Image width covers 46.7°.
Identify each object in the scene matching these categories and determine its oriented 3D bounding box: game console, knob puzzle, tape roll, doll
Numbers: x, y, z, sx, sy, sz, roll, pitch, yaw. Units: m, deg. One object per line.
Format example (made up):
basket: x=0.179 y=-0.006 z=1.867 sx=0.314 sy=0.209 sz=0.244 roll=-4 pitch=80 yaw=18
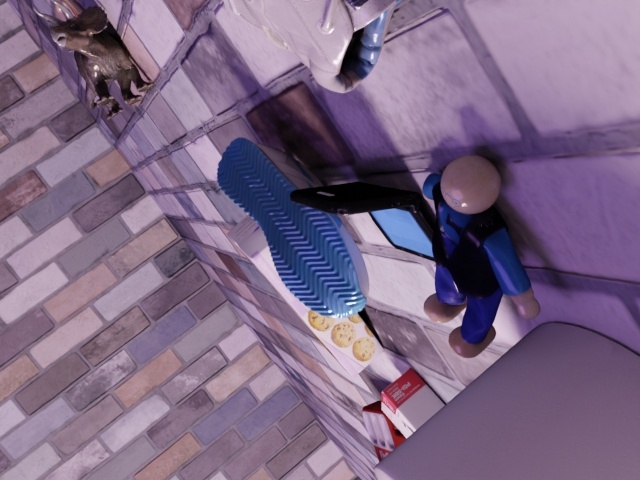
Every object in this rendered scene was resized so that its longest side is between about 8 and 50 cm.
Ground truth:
game console: x=0.043 y=-0.011 z=0.644 sx=0.122 sy=0.107 sz=0.071 roll=-160 pitch=63 yaw=-66
knob puzzle: x=-0.459 y=-0.395 z=1.449 sx=0.213 sy=0.030 sz=0.213 roll=49 pitch=167 yaw=16
tape roll: x=0.178 y=0.204 z=0.521 sx=0.246 sy=0.169 sz=0.246 roll=48 pitch=166 yaw=17
doll: x=0.107 y=0.011 z=0.524 sx=0.129 sy=0.046 sz=0.189 roll=55 pitch=165 yaw=36

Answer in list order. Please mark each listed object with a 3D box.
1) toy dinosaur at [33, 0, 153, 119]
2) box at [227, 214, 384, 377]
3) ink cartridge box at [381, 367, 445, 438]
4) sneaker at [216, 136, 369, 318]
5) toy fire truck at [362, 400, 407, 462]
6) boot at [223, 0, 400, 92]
toy dinosaur: x=-0.375 y=-0.306 z=1.276 sx=0.160 sy=0.121 sz=0.313 roll=66 pitch=171 yaw=-3
box: x=-0.009 y=0.075 z=0.968 sx=0.063 sy=0.067 sz=0.324 roll=41 pitch=170 yaw=42
ink cartridge box: x=0.146 y=0.252 z=1.009 sx=0.135 sy=0.056 sz=0.099 roll=47 pitch=165 yaw=24
sneaker: x=-0.013 y=-0.018 z=0.763 sx=0.092 sy=0.087 sz=0.228 roll=6 pitch=-138 yaw=-52
toy fire truck: x=0.147 y=0.375 z=1.157 sx=0.302 sy=0.169 sz=0.253 roll=129 pitch=121 yaw=-76
boot: x=-0.004 y=-0.166 z=0.375 sx=0.123 sy=0.095 sz=0.258 roll=44 pitch=174 yaw=9
